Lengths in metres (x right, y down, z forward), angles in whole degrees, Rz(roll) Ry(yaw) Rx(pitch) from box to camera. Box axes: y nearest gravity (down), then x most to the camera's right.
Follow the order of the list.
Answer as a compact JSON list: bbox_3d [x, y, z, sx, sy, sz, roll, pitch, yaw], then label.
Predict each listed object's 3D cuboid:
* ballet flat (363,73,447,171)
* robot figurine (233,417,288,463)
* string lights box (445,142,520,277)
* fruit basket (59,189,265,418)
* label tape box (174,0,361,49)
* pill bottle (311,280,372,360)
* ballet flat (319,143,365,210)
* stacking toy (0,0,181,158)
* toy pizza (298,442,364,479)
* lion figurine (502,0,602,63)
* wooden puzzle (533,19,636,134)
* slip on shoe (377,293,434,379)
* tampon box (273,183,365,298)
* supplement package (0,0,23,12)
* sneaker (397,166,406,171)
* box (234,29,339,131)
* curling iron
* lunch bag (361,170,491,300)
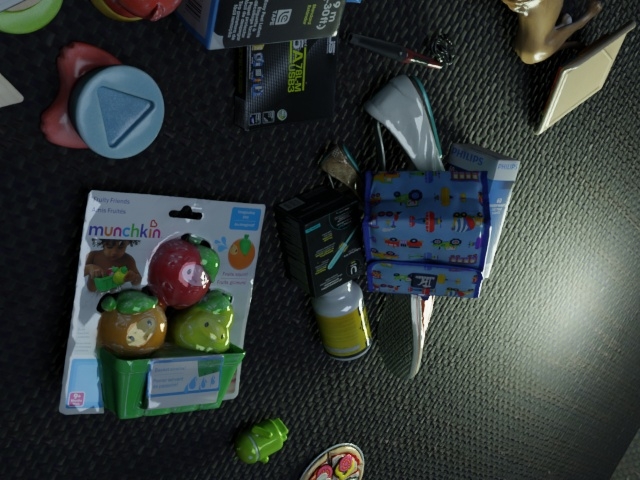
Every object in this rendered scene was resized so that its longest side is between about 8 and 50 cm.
[{"bbox_3d":[0.190,-0.122,1.512,0.139,0.139,0.400,-36,116,-20],"label":"ballet flat"},{"bbox_3d":[-0.122,0.402,1.569,0.115,0.067,0.101,-22,143,-30],"label":"robot figurine"},{"bbox_3d":[0.316,-0.063,1.654,0.076,0.133,0.260,-3,113,-38],"label":"string lights box"},{"bbox_3d":[-0.237,0.106,1.265,0.327,0.165,0.353,4,105,-41],"label":"fruit basket"},{"bbox_3d":[-0.019,-0.422,1.118,0.347,0.115,0.249,-15,139,-34],"label":"label tape box"},{"bbox_3d":[0.039,0.140,1.547,0.103,0.103,0.184,-32,129,-24],"label":"pill bottle"},{"bbox_3d":[0.061,-0.103,1.484,0.067,0.073,0.206,-32,131,12],"label":"ballet flat"},{"bbox_3d":[-0.319,-0.259,1.035,0.279,0.130,0.309,-2,112,-39],"label":"stacking toy"},{"bbox_3d":[0.027,0.557,1.794,0.201,0.032,0.201,-18,122,-32],"label":"toy pizza"},{"bbox_3d":[0.431,-0.462,1.549,0.240,0.142,0.392,-42,134,-11],"label":"lion figurine"},{"bbox_3d":[0.570,-0.359,1.722,0.221,0.044,0.239,-35,159,-21],"label":"wooden puzzle"},{"bbox_3d":[0.195,0.148,1.677,0.101,0.123,0.332,-14,115,-39],"label":"slip on shoe"},{"bbox_3d":[0.000,0.000,1.446,0.120,0.101,0.161,-26,126,-27],"label":"tampon box"},{"bbox_3d":[-0.398,-0.353,0.896,0.105,0.105,0.179,-26,114,-1],"label":"supplement package"},{"bbox_3d":[0.184,-0.125,1.585,0.083,0.032,0.037,14,102,-43],"label":"sneaker"},{"bbox_3d":[-0.054,-0.287,1.299,0.184,0.045,0.191,-13,119,-32],"label":"box"},{"bbox_3d":[0.150,-0.357,1.440,0.274,0.035,0.068,-5,110,-39],"label":"curling iron"},{"bbox_3d":[0.195,0.013,1.476,0.220,0.138,0.293,1,141,7],"label":"lunch bag"}]
